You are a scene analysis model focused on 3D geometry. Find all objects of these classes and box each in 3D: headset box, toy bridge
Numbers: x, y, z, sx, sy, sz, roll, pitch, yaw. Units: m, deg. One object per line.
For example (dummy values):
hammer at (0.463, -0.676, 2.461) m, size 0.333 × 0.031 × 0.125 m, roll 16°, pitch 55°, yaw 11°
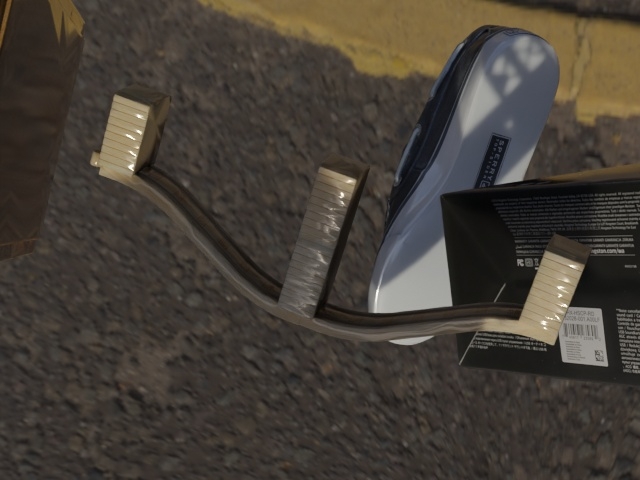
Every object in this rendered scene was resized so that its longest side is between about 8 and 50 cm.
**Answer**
headset box at (0.252, 0.003, 0.740) m, size 0.293 × 0.218 × 0.110 m, roll -9°, pitch 94°, yaw -32°
toy bridge at (0.000, 0.000, 0.475) m, size 0.188 × 0.026 × 0.063 m, roll 20°, pitch 110°, yaw 9°

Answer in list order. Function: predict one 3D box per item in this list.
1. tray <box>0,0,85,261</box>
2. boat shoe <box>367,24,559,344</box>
tray at (-0.230, -0.087, 0.873) m, size 0.076 × 0.411 × 0.202 m, roll 13°, pitch 91°, yaw -5°
boat shoe at (0.114, -0.054, 1.164) m, size 0.108 × 0.102 × 0.301 m, roll 15°, pitch 101°, yaw -26°
